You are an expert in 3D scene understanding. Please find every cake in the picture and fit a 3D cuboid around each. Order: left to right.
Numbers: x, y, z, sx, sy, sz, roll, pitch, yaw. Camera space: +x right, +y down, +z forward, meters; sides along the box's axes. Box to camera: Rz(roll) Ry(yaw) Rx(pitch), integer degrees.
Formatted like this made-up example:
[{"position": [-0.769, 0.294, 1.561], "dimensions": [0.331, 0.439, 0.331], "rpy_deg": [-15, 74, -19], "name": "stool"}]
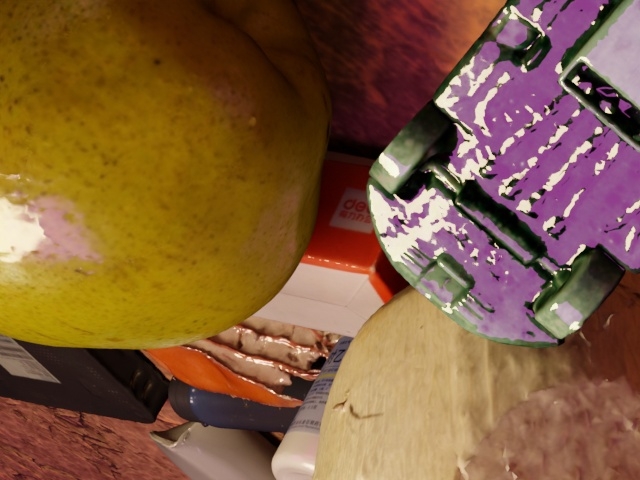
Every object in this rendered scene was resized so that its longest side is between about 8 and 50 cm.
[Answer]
[{"position": [-0.087, 0.087, 1.161], "dimensions": [0.287, 0.098, 0.135], "rpy_deg": [16, 148, 34], "name": "cake"}]

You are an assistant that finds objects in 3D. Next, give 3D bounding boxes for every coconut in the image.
[{"position": [0.153, 0.191, 0.767], "dimensions": [0.346, 0.360, 0.346], "rpy_deg": [6, 136, 5], "name": "coconut"}]

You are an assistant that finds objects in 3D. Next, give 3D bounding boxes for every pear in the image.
[{"position": [-0.136, -0.063, 0.782], "dimensions": [0.294, 0.294, 0.294], "rpy_deg": [23, 151, 14], "name": "pear"}]

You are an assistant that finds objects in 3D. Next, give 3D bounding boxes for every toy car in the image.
[{"position": [0.147, -0.077, 0.602], "dimensions": [0.136, 0.125, 0.306], "rpy_deg": [41, 131, 3], "name": "toy car"}]

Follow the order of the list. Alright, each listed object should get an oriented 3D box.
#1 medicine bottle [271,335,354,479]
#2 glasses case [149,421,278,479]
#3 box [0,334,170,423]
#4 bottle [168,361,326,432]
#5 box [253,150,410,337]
[{"position": [0.046, 0.128, 0.998], "dimensions": [0.102, 0.187, 0.103], "rpy_deg": [24, 152, 14], "name": "medicine bottle"}, {"position": [-0.069, 0.296, 1.493], "dimensions": [0.308, 0.083, 0.128], "rpy_deg": [45, 154, -25], "name": "glasses case"}, {"position": [-0.356, 0.131, 1.522], "dimensions": [0.350, 0.058, 0.211], "rpy_deg": [1, 139, 42], "name": "box"}, {"position": [-0.065, 0.157, 1.272], "dimensions": [0.244, 0.072, 0.082], "rpy_deg": [-7, 123, 49], "name": "bottle"}, {"position": [0.000, 0.000, 0.933], "dimensions": [0.182, 0.099, 0.133], "rpy_deg": [10, 151, 31], "name": "box"}]
